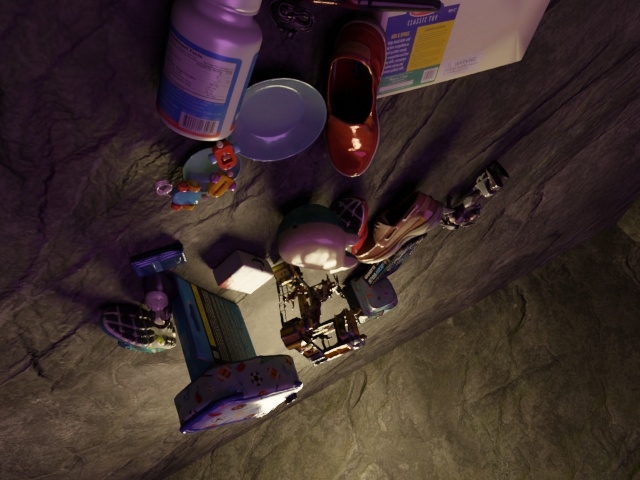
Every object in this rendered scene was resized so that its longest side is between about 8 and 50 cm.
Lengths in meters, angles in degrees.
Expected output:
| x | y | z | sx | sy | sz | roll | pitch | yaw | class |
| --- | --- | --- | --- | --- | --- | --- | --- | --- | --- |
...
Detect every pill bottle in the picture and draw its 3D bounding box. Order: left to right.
| x | y | z | sx | sy | sz | roll | pitch | yaw | class |
| --- | --- | --- | --- | --- | --- | --- | --- | --- | --- |
| -0.155 | -0.265 | 0.608 | 0.124 | 0.124 | 0.222 | -6 | 142 | -36 | pill bottle |

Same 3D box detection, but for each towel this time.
| x | y | z | sx | sy | sz | roll | pitch | yaw | class |
| --- | --- | --- | --- | --- | --- | --- | --- | --- | --- |
| -0.371 | 0.049 | 0.992 | 0.119 | 0.029 | 0.067 | -19 | 150 | -20 | towel |

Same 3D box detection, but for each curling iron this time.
| x | y | z | sx | sy | sz | roll | pitch | yaw | class |
| --- | --- | --- | --- | --- | --- | --- | --- | --- | --- |
| 0.054 | -0.362 | 0.669 | 0.273 | 0.035 | 0.068 | -8 | 136 | -7 | curling iron |

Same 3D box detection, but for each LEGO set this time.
| x | y | z | sx | sy | sz | roll | pitch | yaw | class |
| --- | --- | --- | --- | --- | --- | --- | --- | --- | --- |
| 0.006 | 0.178 | 1.216 | 0.192 | 0.331 | 0.255 | -26 | 128 | 12 | LEGO set |

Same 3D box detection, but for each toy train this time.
| x | y | z | sx | sy | sz | roll | pitch | yaw | class |
| --- | --- | --- | --- | --- | --- | --- | --- | --- | --- |
| -0.222 | -0.126 | 0.799 | 0.166 | 0.046 | 0.125 | -29 | 150 | -8 | toy train |

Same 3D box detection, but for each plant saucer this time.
| x | y | z | sx | sy | sz | roll | pitch | yaw | class |
| --- | --- | --- | --- | --- | --- | --- | --- | --- | --- |
| -0.215 | -0.144 | 0.842 | 0.119 | 0.021 | 0.119 | -23 | 150 | -14 | plant saucer |
| -0.086 | -0.228 | 0.795 | 0.194 | 0.038 | 0.195 | -14 | 150 | -8 | plant saucer |

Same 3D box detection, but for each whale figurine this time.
| x | y | z | sx | sy | sz | roll | pitch | yaw | class |
| --- | --- | --- | --- | --- | --- | --- | --- | --- | --- |
| 0.000 | 0.000 | 1.123 | 0.216 | 0.141 | 0.272 | -19 | 151 | 23 | whale figurine |

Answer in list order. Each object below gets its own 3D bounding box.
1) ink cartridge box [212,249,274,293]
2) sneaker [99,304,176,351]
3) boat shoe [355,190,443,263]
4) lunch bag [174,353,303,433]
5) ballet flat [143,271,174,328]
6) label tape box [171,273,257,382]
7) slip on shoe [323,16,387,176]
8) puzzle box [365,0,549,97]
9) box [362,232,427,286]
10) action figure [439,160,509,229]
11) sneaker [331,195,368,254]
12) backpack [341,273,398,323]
| x | y | z | sx | sy | sz | roll | pitch | yaw | class |
| --- | --- | --- | --- | --- | --- | --- | --- | --- | --- |
| -0.208 | 0.088 | 1.170 | 0.099 | 0.056 | 0.135 | -39 | 149 | 16 | ink cartridge box |
| -0.489 | 0.253 | 1.133 | 0.109 | 0.107 | 0.275 | -22 | 151 | 4 | sneaker |
| 0.216 | -0.045 | 1.315 | 0.116 | 0.123 | 0.324 | 36 | 125 | -23 | boat shoe |
| -0.205 | 0.400 | 1.109 | 0.243 | 0.115 | 0.303 | -43 | 147 | 26 | lunch bag |
| -0.404 | 0.159 | 1.076 | 0.074 | 0.074 | 0.203 | -14 | 144 | -26 | ballet flat |
| -0.308 | 0.259 | 1.161 | 0.105 | 0.241 | 0.334 | -31 | 150 | 6 | label tape box |
| 0.056 | -0.240 | 0.815 | 0.331 | 0.122 | 0.101 | 93 | 16 | -55 | slip on shoe |
| 0.267 | -0.432 | 0.802 | 0.408 | 0.052 | 0.272 | -20 | 149 | -18 | puzzle box |
| 0.260 | 0.055 | 1.505 | 0.175 | 0.051 | 0.220 | -24 | 154 | -43 | box |
| 0.506 | -0.130 | 1.447 | 0.185 | 0.099 | 0.285 | -15 | 152 | -38 | action figure |
| 0.089 | -0.042 | 1.227 | 0.118 | 0.107 | 0.279 | -37 | 159 | -28 | sneaker |
| 0.197 | 0.204 | 1.604 | 0.188 | 0.166 | 0.144 | -6 | 153 | -40 | backpack |
